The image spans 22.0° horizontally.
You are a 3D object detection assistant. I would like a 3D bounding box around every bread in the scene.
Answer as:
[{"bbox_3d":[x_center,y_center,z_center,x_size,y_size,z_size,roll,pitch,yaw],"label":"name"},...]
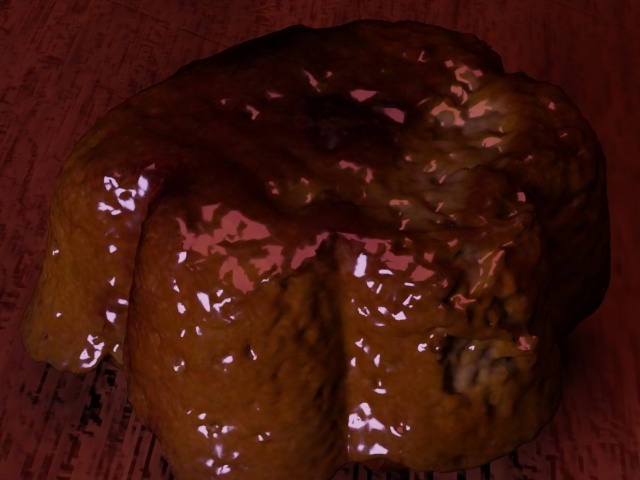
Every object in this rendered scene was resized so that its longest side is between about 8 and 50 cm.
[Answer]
[{"bbox_3d":[0.013,0.003,0.706,0.247,0.135,0.232,-28,46,-33],"label":"bread"}]
